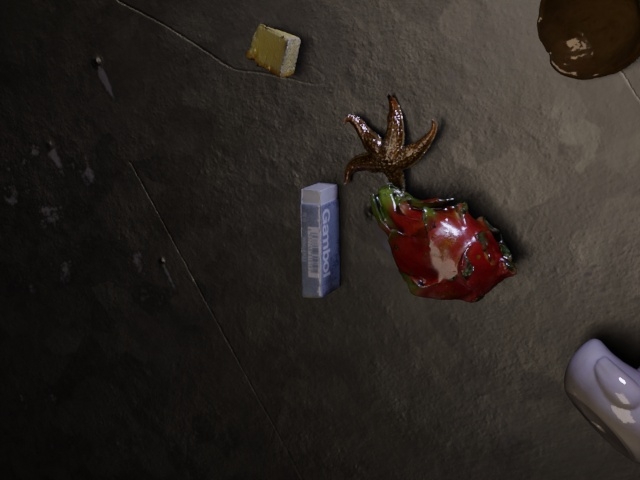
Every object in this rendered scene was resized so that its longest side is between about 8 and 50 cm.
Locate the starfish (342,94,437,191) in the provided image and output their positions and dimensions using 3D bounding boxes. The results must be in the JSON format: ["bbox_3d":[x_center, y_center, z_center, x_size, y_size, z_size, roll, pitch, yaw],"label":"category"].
[{"bbox_3d":[0.129,-0.151,1.925,0.213,0.057,0.238,-8,98,33],"label":"starfish"}]

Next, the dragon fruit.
[{"bbox_3d":[0.221,-0.007,1.864,0.200,0.198,0.269,-22,72,-4],"label":"dragon fruit"}]

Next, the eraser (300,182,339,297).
[{"bbox_3d":[0.000,0.000,1.997,0.046,0.092,0.213,5,104,24],"label":"eraser"}]

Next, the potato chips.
[{"bbox_3d":[0.456,-0.360,1.709,0.195,0.062,0.208,31,139,22],"label":"potato chips"}]

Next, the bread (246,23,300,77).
[{"bbox_3d":[-0.098,-0.366,1.961,0.109,0.080,0.084,23,108,15],"label":"bread"}]

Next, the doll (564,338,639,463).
[{"bbox_3d":[0.554,0.255,1.774,0.251,0.221,0.221,42,116,30],"label":"doll"}]
